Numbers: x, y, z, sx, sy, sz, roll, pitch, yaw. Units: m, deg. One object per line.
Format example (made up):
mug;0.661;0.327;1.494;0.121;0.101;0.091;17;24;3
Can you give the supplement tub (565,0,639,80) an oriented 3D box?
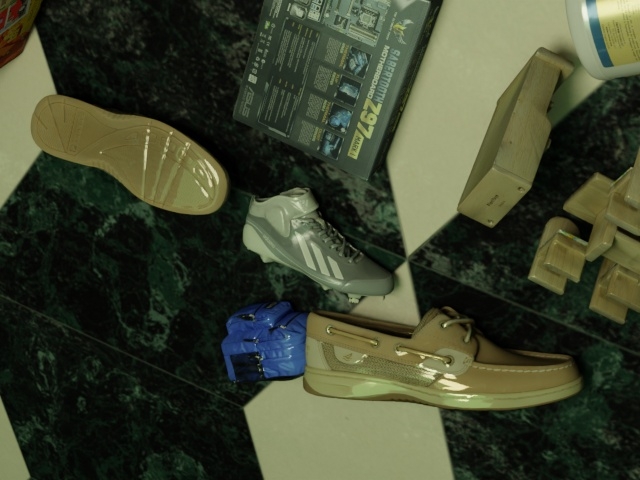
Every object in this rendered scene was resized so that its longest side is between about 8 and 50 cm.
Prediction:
supplement tub;0.342;-0.236;1.074;0.199;0.144;0.144;-7;112;28

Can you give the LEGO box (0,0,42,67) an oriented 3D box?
LEGO box;-0.456;-0.301;1.201;0.193;0.372;0.500;45;146;-2

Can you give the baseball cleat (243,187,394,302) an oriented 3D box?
baseball cleat;0.000;0.000;1.408;0.205;0.072;0.109;19;115;12

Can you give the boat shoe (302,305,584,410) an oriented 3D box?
boat shoe;0.143;0.137;1.378;0.341;0.121;0.110;1;93;13

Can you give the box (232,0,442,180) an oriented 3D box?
box;0.016;-0.208;1.299;0.183;0.059;0.233;26;123;12

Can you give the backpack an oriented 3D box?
backpack;-0.058;0.132;1.487;0.120;0.098;0.101;-4;110;28

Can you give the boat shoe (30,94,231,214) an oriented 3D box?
boat shoe;-0.229;-0.113;1.448;0.285;0.092;0.103;20;103;18

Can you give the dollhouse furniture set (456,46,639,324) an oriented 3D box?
dollhouse furniture set;0.288;-0.061;1.187;0.242;0.161;0.212;26;151;-4
